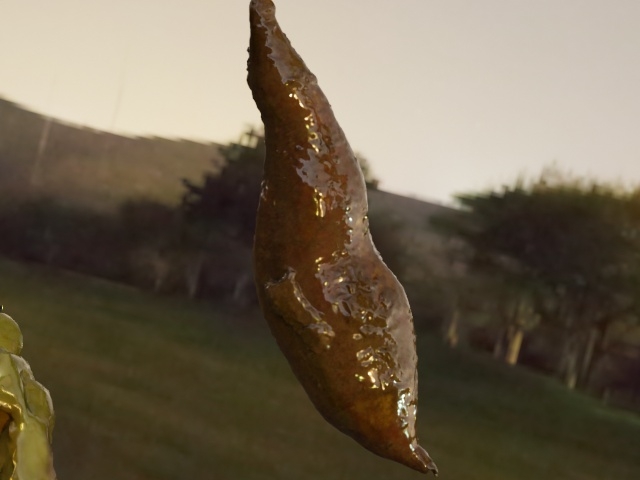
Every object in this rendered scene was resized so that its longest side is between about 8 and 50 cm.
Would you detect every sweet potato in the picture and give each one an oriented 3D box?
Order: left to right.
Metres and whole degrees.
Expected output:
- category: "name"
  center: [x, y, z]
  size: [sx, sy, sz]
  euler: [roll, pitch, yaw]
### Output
- category: "sweet potato"
  center: [-0.003, 0.003, 0.636]
  size: [0.068, 0.226, 0.068]
  euler: [-18, 4, 1]

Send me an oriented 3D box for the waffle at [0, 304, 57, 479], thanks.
- category: "waffle"
  center: [-0.178, 0.151, 0.608]
  size: [0.058, 0.281, 0.301]
  euler: [7, -23, -30]
